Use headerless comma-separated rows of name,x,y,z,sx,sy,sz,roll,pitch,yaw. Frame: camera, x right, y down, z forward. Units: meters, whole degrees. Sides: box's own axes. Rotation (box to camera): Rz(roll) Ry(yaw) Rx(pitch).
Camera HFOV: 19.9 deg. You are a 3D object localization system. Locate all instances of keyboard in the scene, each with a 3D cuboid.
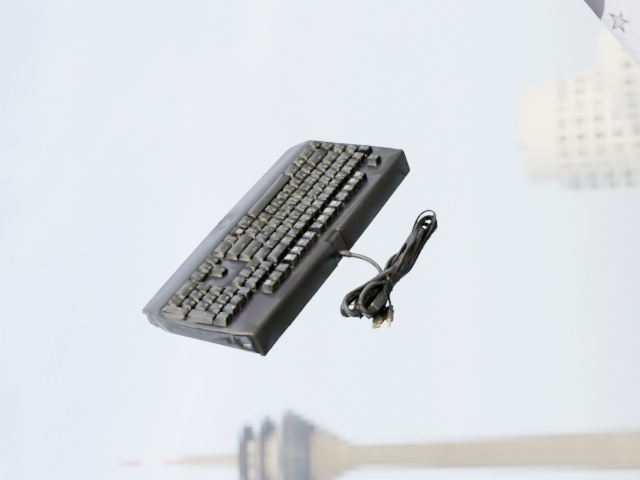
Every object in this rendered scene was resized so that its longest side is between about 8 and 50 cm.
keyboard,0.000,0.000,1.577,0.317,0.201,0.033,-52,-33,-49

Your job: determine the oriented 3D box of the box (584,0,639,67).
box,0.308,-0.251,1.545,0.247,0.163,0.142,53,-145,9
